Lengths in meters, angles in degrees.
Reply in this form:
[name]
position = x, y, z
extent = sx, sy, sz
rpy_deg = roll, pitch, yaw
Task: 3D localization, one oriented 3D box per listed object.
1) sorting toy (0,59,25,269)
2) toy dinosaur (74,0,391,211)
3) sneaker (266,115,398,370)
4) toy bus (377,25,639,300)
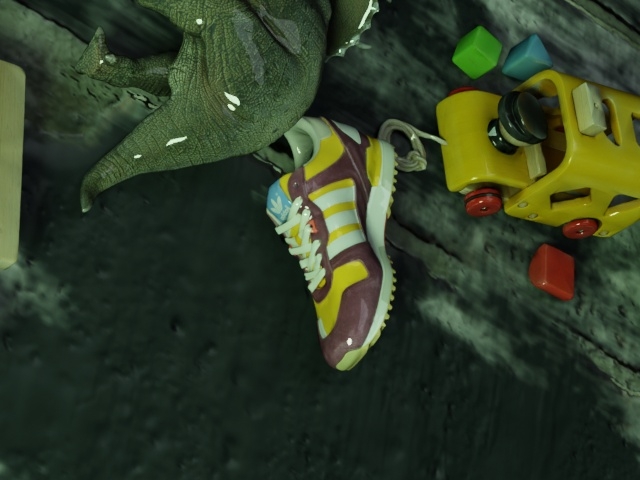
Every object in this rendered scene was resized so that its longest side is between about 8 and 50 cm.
[sorting toy]
position = -0.238, -0.044, 1.053
extent = 0.132, 0.046, 0.275
rpy_deg = 17, 55, -33
[toy dinosaur]
position = -0.054, -0.130, 1.203
extent = 0.160, 0.121, 0.313
rpy_deg = 29, 45, -2
[sneaker]
position = 0.000, 0.000, 1.223
extent = 0.083, 0.069, 0.185
rpy_deg = 20, 48, -20
[toy bus]
position = 0.172, -0.074, 1.377
extent = 0.191, 0.104, 0.202
rpy_deg = 49, 44, -7
